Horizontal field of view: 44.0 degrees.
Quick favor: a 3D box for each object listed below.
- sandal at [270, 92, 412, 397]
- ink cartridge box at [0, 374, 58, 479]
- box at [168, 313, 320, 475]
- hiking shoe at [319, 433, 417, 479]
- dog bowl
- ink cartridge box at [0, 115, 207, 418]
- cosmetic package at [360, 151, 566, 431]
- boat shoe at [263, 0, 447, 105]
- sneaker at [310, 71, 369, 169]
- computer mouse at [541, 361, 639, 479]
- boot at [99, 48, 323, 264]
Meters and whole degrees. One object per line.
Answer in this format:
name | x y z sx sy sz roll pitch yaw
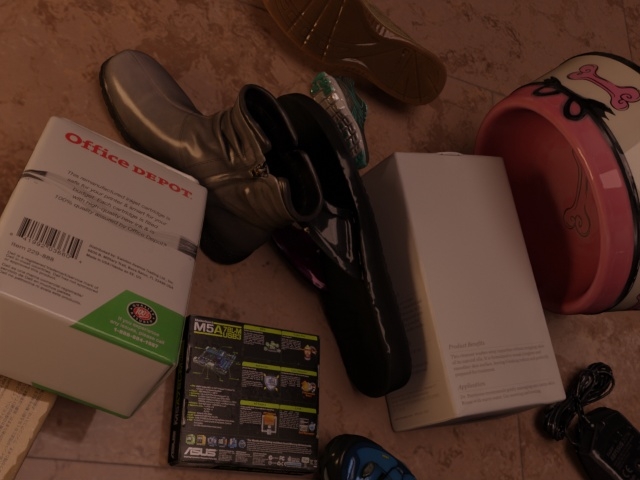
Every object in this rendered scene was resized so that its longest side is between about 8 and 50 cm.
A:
sandal | 0.001 0.001 1.077 0.107 0.167 0.445 -14 78 -28
ink cartridge box | -0.398 0.195 0.806 0.193 0.088 0.234 31 58 -15
box | -0.092 0.199 1.014 0.191 0.045 0.184 12 63 -26
hiking shoe | 0.132 0.355 1.022 0.304 0.132 0.113 46 54 -11
dog bowl | 0.382 -0.068 1.206 0.150 0.408 0.408 -16 79 -15
ink cartridge box | -0.256 0.021 0.884 0.211 0.121 0.289 26 37 -20
cosmetic package | 0.191 0.070 1.169 0.217 0.156 0.385 1 69 -31
boat shoe | 0.048 -0.335 1.284 0.341 0.121 0.110 31 17 -22
sneaker | 0.050 -0.193 1.248 0.076 0.065 0.166 -13 79 -38
computer mouse | 0.481 0.348 1.284 0.188 0.072 0.272 -33 77 -34
boot | -0.134 -0.146 1.016 0.118 0.223 0.338 -38 92 -38
